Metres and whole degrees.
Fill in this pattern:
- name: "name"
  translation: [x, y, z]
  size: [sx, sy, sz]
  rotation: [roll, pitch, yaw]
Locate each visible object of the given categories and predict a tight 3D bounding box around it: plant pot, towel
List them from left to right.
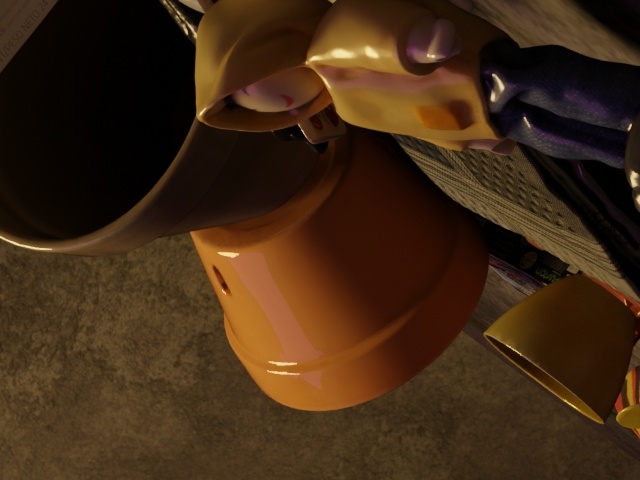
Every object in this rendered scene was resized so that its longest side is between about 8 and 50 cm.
- name: "plant pot"
  translation: [-0.144, -0.133, 1.771]
  size: [0.323, 0.323, 0.280]
  rotation: [35, -167, 32]
- name: "plant pot"
  translation: [0.000, 0.000, 1.963]
  size: [0.291, 0.291, 0.203]
  rotation: [33, 164, 51]
- name: "towel"
  translation: [0.113, -0.095, 1.487]
  size: [0.312, 0.056, 0.324]
  rotation: [46, 174, -33]
- name: "plant pot"
  translation: [0.227, 0.086, 1.722]
  size: [0.134, 0.095, 0.134]
  rotation: [37, 175, 3]

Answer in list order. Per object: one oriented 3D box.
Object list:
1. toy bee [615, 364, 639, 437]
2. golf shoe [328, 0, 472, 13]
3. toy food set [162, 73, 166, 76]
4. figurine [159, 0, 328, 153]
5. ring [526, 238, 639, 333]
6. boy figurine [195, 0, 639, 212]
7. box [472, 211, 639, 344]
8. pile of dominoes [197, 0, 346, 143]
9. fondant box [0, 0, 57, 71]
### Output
- name: "toy bee"
  translation: [0.396, 0.198, 1.838]
  size: [0.195, 0.162, 0.298]
  rotation: [-2, -139, -43]
- name: "golf shoe"
  translation: [0.003, -0.191, 1.112]
  size: [0.120, 0.105, 0.273]
  rotation: [18, 174, 27]
- name: "toy food set"
  translation: [-0.193, -0.220, 2.028]
  size: [0.128, 0.071, 0.218]
  rotation: [58, -164, -5]
- name: "figurine"
  translation: [-0.061, -0.169, 1.406]
  size: [0.209, 0.092, 0.215]
  rotation: [55, 178, 10]
- name: "ring"
  translation: [0.297, 0.057, 1.690]
  size: [0.336, 0.032, 0.336]
  rotation: [37, 175, 3]
- name: "boy figurine"
  translation: [0.059, -0.087, 1.064]
  size: [0.285, 0.092, 0.177]
  rotation: [11, 169, 13]
- name: "box"
  translation: [0.236, 0.040, 1.980]
  size: [0.114, 0.036, 0.207]
  rotation: [40, 175, -32]
- name: "pile of dominoes"
  translation: [-0.039, -0.185, 1.256]
  size: [0.251, 0.040, 0.196]
  rotation: [50, -157, -20]
- name: "fondant box"
  translation: [-0.262, -0.274, 1.304]
  size: [0.096, 0.238, 0.330]
  rotation: [36, 176, 28]
